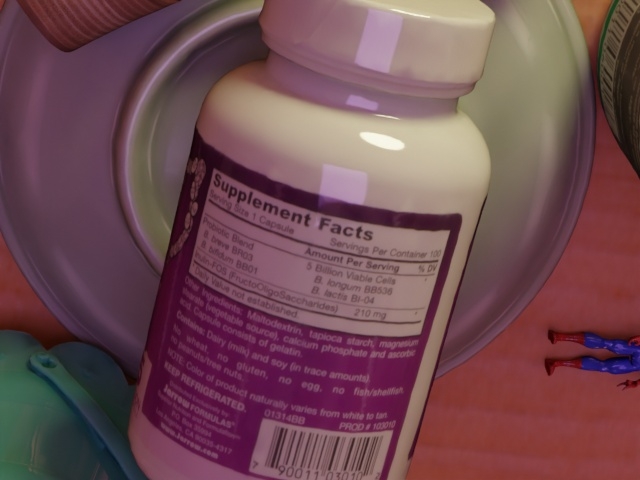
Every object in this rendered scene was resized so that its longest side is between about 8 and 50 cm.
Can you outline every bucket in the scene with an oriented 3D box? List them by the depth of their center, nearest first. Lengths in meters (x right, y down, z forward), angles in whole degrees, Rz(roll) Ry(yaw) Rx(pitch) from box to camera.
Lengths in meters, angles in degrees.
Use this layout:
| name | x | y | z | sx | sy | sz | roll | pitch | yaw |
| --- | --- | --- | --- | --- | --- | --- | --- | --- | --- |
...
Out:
| name | x | y | z | sx | sy | sz | roll | pitch | yaw |
| --- | --- | --- | --- | --- | --- | --- | --- | --- | --- |
| bucket | -0.200 | 0.220 | 1.199 | 0.281 | 0.183 | 0.281 | 1 | 116 | 2 |

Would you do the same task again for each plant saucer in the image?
| name | x | y | z | sx | sy | sz | roll | pitch | yaw |
| --- | --- | --- | --- | --- | --- | --- | --- | --- | --- |
| plant saucer | -0.018 | -0.057 | 1.171 | 0.400 | 0.100 | 0.400 | -1 | 109 | -2 |

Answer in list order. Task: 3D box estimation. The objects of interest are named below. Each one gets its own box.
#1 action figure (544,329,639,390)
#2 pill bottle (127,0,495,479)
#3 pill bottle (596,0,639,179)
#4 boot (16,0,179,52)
| name | x | y | z | sx | sy | sz | roll | pitch | yaw |
| --- | --- | --- | --- | --- | --- | --- | --- | --- | --- |
| action figure | 0.213 | 0.080 | 1.264 | 0.115 | 0.030 | 0.038 | 2 | 104 | -5 |
| pill bottle | 0.000 | 0.000 | 1.050 | 0.169 | 0.169 | 0.301 | 13 | 107 | -6 |
| pill bottle | 0.281 | -0.062 | 1.041 | 0.204 | 0.361 | 0.204 | 0 | 110 | -1 |
| boot | -0.128 | -0.266 | 1.034 | 0.220 | 0.109 | 0.283 | -31 | 101 | 16 |
